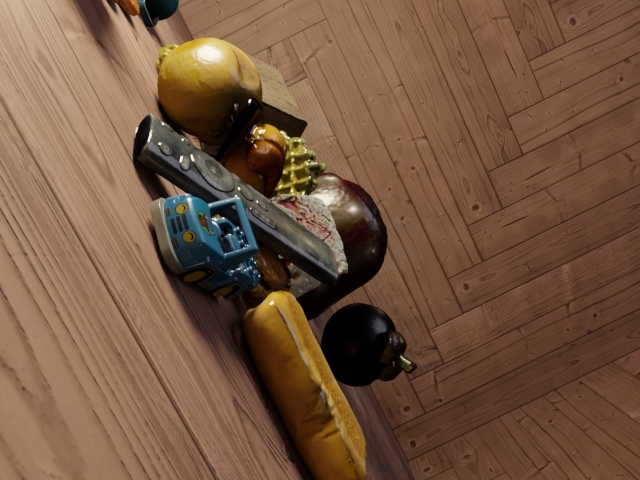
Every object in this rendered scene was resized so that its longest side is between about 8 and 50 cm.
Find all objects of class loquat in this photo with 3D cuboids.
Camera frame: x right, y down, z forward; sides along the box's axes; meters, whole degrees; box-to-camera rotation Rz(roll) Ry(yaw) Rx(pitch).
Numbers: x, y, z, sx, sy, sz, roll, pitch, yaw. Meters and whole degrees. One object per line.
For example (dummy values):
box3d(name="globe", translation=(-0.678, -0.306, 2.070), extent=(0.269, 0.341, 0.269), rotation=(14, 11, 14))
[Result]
box3d(name="loquat", translation=(-0.213, -0.295, 1.017), extent=(0.213, 0.213, 0.213), rotation=(64, 1, -1))

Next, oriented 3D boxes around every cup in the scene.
box3d(name="cup", translation=(-0.448, -0.639, 1.325), extent=(0.113, 0.150, 0.138), rotation=(29, -9, 11))

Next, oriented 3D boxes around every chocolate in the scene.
box3d(name="chocolate", translation=(0.000, 0.000, 1.296), extent=(0.383, 0.331, 0.383), rotation=(-24, 90, -88))

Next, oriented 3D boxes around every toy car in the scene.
box3d(name="toy car", translation=(-0.128, 0.005, 0.658), extent=(0.191, 0.100, 0.097), rotation=(51, 15, -67))

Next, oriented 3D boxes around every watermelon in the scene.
box3d(name="watermelon", translation=(-0.073, -0.002, 0.997), extent=(0.262, 0.201, 0.213), rotation=(168, -100, -82))

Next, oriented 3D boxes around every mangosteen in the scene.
box3d(name="mangosteen", translation=(0.152, 0.333, 1.581), extent=(0.302, 0.275, 0.275), rotation=(19, -22, 25))

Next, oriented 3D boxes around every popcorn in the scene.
box3d(name="popcorn", translation=(-0.317, -0.397, 1.177), extent=(0.106, 0.116, 0.120), rotation=(53, 49, -37))

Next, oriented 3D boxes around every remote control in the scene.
box3d(name="remote control", translation=(-0.110, -0.048, 0.782), extent=(0.377, 0.044, 0.107), rotation=(37, 18, -35))

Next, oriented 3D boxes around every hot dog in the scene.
box3d(name="hot dog", translation=(-0.130, -0.134, 0.985), extent=(0.107, 0.194, 0.326), rotation=(32, -1, -6))

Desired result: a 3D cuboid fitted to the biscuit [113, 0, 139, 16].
box3d(name="biscuit", translation=(-0.428, -0.539, 1.062), extent=(0.192, 0.036, 0.186), rotation=(62, 4, -76))

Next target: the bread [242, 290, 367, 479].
box3d(name="bread", translation=(-0.023, 0.222, 0.760), extent=(0.305, 0.091, 0.142), rotation=(64, 3, 0))

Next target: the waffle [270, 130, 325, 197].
box3d(name="waffle", translation=(-0.101, -0.131, 1.132), extent=(0.204, 0.223, 0.054), rotation=(37, 3, 25))

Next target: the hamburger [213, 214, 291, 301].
box3d(name="hamburger", translation=(-0.126, 0.032, 0.810), extent=(0.176, 0.087, 0.102), rotation=(58, 17, -6))

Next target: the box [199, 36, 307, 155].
box3d(name="box", translation=(-0.202, -0.351, 1.359), extent=(0.225, 0.190, 0.297), rotation=(16, 34, -34))
